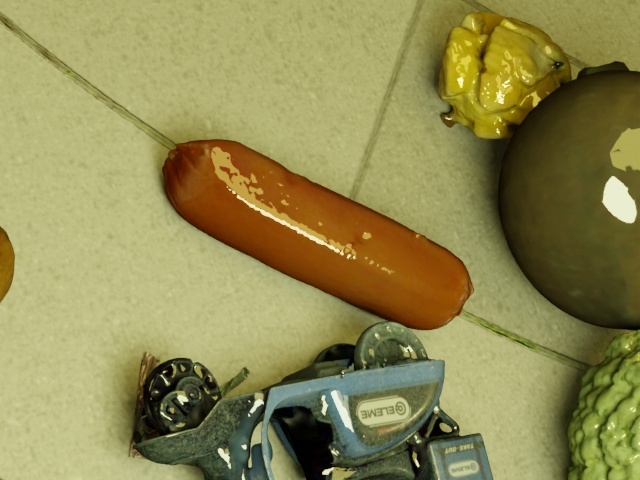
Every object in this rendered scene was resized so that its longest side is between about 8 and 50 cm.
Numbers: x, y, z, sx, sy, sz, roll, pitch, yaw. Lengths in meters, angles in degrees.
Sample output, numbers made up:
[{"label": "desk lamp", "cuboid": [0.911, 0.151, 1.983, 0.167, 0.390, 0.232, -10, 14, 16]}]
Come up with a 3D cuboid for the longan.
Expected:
[{"label": "longan", "cuboid": [0.310, -0.049, 1.646, 0.243, 0.300, 0.300, -7, 67, 4]}]

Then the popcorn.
[{"label": "popcorn", "cuboid": [0.202, -0.182, 1.723, 0.167, 0.152, 0.148, 2, 66, -44]}]

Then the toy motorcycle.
[{"label": "toy motorcycle", "cuboid": [-0.005, 0.196, 1.434, 0.358, 0.125, 0.212, -5, 75, -35]}]

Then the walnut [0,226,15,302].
[{"label": "walnut", "cuboid": [-0.356, 0.029, 1.319, 0.207, 0.116, 0.115, -10, 73, -33]}]

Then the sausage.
[{"label": "sausage", "cuboid": [0.000, 0.000, 1.546, 0.348, 0.097, 0.094, 24, 50, -18]}]

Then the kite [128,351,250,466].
[{"label": "kite", "cuboid": [-0.123, 0.160, 1.455, 0.157, 0.011, 0.139, -32, 88, -37]}]

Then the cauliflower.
[{"label": "cauliflower", "cuboid": [0.376, 0.232, 1.558, 0.281, 0.260, 0.327, 24, 28, -15]}]
